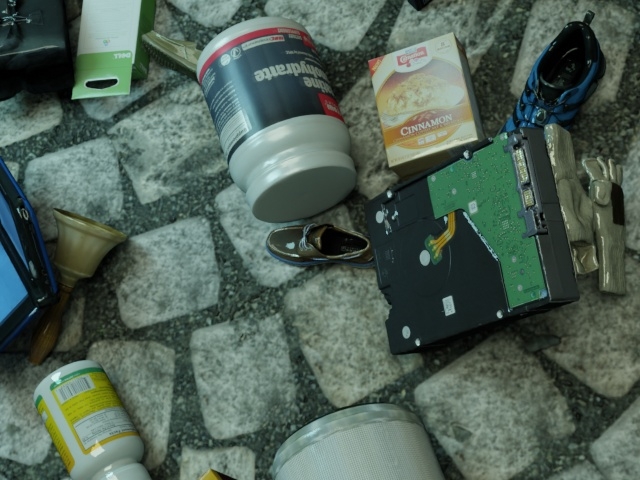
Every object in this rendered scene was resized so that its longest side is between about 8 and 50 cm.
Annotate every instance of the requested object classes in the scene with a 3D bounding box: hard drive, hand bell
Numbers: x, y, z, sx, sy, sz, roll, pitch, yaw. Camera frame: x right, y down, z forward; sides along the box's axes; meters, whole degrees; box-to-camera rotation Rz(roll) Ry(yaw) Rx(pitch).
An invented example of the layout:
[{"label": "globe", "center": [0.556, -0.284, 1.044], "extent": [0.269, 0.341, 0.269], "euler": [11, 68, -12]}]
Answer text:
[{"label": "hard drive", "center": [0.196, 0.010, 1.650], "extent": [0.339, 0.064, 0.237], "euler": [-28, 68, 53]}, {"label": "hand bell", "center": [-0.405, 0.083, 1.908], "extent": [0.126, 0.126, 0.242], "euler": [22, 91, 21]}]

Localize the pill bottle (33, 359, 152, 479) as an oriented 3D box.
[{"label": "pill bottle", "center": [-0.333, 0.293, 1.793], "extent": [0.117, 0.117, 0.208], "euler": [-35, 66, 2]}]

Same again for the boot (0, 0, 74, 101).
[{"label": "boot", "center": [-0.613, -0.417, 2.072], "extent": [0.367, 0.146, 0.445], "euler": [-17, 63, 8]}]

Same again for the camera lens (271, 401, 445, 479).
[{"label": "camera lens", "center": [0.068, 0.368, 1.585], "extent": [0.219, 0.219, 0.274], "euler": [-24, 57, 6]}]

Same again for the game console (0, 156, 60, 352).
[{"label": "game console", "center": [-0.530, 0.016, 1.862], "extent": [0.173, 0.250, 0.293], "euler": [-22, 38, -19]}]

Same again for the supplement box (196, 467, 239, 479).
[{"label": "supplement box", "center": [-0.114, 0.435, 1.643], "extent": [0.129, 0.194, 0.191], "euler": [-41, 66, -1]}]

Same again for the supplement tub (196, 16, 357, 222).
[{"label": "supplement tub", "center": [-0.066, -0.184, 1.841], "extent": [0.191, 0.191, 0.272], "euler": [-23, 67, 7]}]

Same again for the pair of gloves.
[{"label": "pair of gloves", "center": [0.371, -0.040, 1.649], "extent": [0.042, 0.240, 0.204], "euler": [-12, 68, 32]}]

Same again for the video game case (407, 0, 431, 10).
[{"label": "video game case", "center": [0.222, -0.504, 1.840], "extent": [0.275, 0.248, 0.035], "euler": [-41, 68, -1]}]

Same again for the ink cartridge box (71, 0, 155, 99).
[{"label": "ink cartridge box", "center": [-0.347, -0.326, 2.035], "extent": [0.109, 0.062, 0.209], "euler": [-2, 72, 15]}]

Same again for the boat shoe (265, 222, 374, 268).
[{"label": "boat shoe", "center": [0.000, 0.000, 1.829], "extent": [0.183, 0.066, 0.066], "euler": [3, 71, 15]}]

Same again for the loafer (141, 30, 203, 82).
[{"label": "loafer", "center": [-0.228, -0.307, 2.002], "extent": [0.148, 0.056, 0.050], "euler": [32, 70, 6]}]

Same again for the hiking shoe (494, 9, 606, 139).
[{"label": "hiking shoe", "center": [0.319, -0.186, 1.770], "extent": [0.113, 0.132, 0.304], "euler": [21, 79, 21]}]

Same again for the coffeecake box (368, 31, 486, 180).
[{"label": "coffeecake box", "center": [0.164, -0.205, 1.845], "extent": [0.142, 0.068, 0.185], "euler": [-17, 68, 18]}]
